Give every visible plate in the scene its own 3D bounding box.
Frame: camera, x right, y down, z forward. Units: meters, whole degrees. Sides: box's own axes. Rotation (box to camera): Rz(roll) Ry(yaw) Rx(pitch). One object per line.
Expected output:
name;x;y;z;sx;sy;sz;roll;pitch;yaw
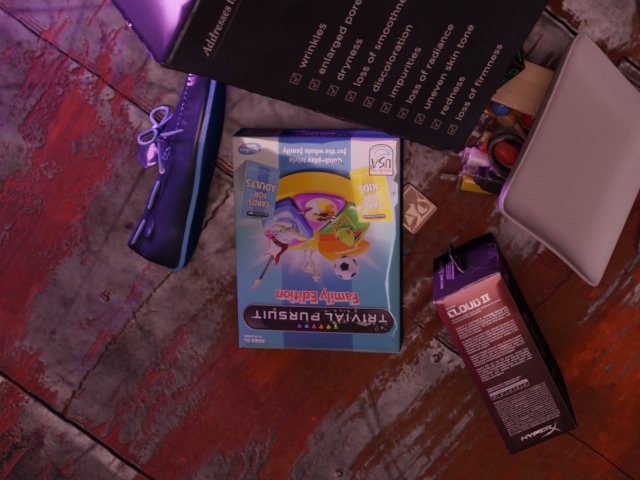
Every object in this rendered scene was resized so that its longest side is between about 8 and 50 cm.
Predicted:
plate;0.364;-0.111;1.714;0.278;0.045;0.277;33;79;-43

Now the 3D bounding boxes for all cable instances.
cable;0.330;-0.090;1.818;0.287;0.072;0.139;19;132;-8

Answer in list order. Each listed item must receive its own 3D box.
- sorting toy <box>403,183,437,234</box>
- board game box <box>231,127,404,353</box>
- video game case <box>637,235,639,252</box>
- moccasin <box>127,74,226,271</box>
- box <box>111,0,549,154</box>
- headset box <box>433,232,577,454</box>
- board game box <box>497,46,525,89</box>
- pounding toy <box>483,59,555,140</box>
sorting toy;0.132;-0.040;1.880;0.062;0.012;0.083;40;105;-4
board game box;0.000;0.000;1.860;0.254;0.079;0.336;1;105;9
video game case;0.549;-0.057;1.825;0.119;0.015;0.166;5;106;-8
moccasin;-0.225;-0.117;1.828;0.117;0.138;0.342;16;105;5
box;0.050;-0.417;1.513;0.472;0.297;0.480;12;117;-39
headset box;0.263;0.135;1.809;0.110;0.218;0.293;-25;102;11
board game box;0.209;-0.245;1.728;0.026;0.126;0.186;22;140;-32
pounding toy;0.292;-0.194;1.771;0.130;0.141;0.100;20;87;-5
